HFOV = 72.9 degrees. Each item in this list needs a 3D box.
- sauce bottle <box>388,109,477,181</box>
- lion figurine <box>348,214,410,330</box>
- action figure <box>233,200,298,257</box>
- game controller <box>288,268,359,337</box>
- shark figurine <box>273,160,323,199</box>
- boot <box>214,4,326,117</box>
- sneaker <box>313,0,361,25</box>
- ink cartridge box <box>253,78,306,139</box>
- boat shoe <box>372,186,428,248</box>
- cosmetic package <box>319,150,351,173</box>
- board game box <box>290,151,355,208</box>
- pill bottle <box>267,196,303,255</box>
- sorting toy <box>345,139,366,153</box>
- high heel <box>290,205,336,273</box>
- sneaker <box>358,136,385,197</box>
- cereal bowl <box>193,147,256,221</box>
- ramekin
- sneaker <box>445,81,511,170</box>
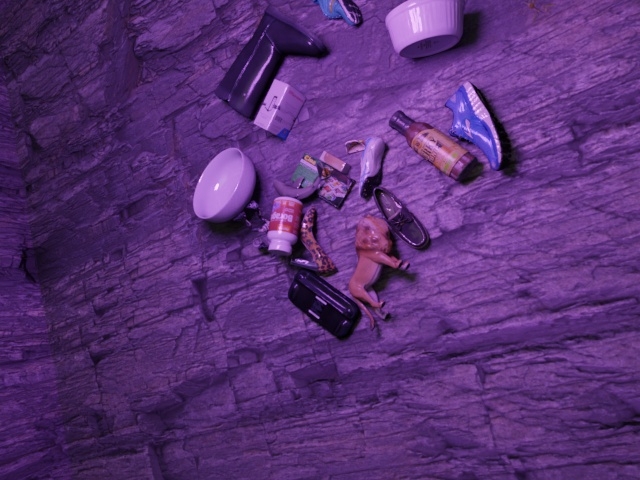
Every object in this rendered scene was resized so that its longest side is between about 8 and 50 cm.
[{"bbox_3d":[0.393,-0.349,1.559,0.344,0.111,0.111,42,105,23],"label":"sauce bottle"},{"bbox_3d":[0.183,0.116,1.617,0.240,0.142,0.391,30,104,32],"label":"lion figurine"},{"bbox_3d":[-0.220,-0.039,1.821,0.276,0.141,0.164,45,77,-17],"label":"action figure"},{"bbox_3d":[0.005,0.250,1.743,0.319,0.067,0.166,34,117,25],"label":"game controller"},{"bbox_3d":[-0.087,-0.206,1.754,0.279,0.116,0.166,-17,92,37],"label":"shark figurine"},{"bbox_3d":[-0.223,-0.727,1.858,0.367,0.146,0.445,44,102,30],"label":"boot"},{"bbox_3d":[0.066,-0.957,1.777,0.275,0.107,0.110,54,128,24],"label":"sneaker"},{"bbox_3d":[-0.169,-0.548,1.822,0.086,0.148,0.203,32,100,26],"label":"ink cartridge box"},{"bbox_3d":[0.285,-0.087,1.602,0.103,0.092,0.285,-40,71,18],"label":"boat shoe"},{"bbox_3d":[0.060,-0.314,1.745,0.115,0.060,0.041,34,101,22],"label":"cosmetic package"},{"bbox_3d":[0.007,-0.249,1.784,0.260,0.030,0.136,35,104,23],"label":"board game box"},{"bbox_3d":[-0.143,-0.054,1.715,0.121,0.121,0.215,0,72,26],"label":"pill bottle"},{"bbox_3d":[0.133,-0.378,1.704,0.084,0.075,0.044,-9,83,25],"label":"sorting toy"},{"bbox_3d":[0.000,0.000,1.759,0.187,0.093,0.260,14,83,7],"label":"high heel"},{"bbox_3d":[0.188,-0.282,1.677,0.086,0.085,0.236,21,100,52],"label":"sneaker"},{"bbox_3d":[-0.398,-0.223,1.888,0.339,0.141,0.338,-21,54,33],"label":"cereal bowl"},{"bbox_3d":[0.372,-0.741,1.516,0.273,0.273,0.127,-8,95,25],"label":"ramekin"},{"bbox_3d":[0.538,-0.376,1.498,0.147,0.130,0.329,-34,69,35],"label":"sneaker"}]
